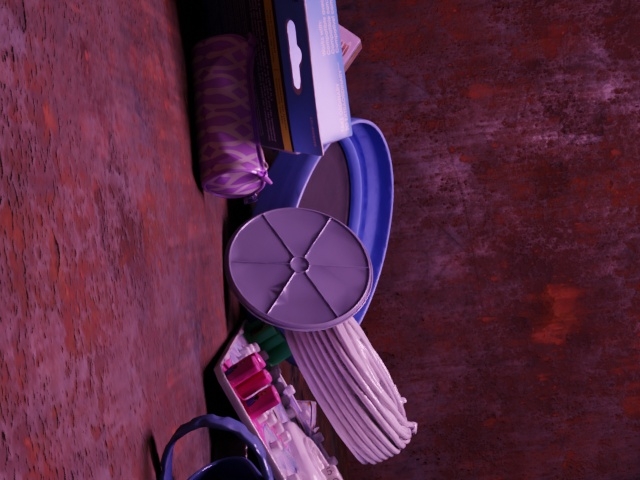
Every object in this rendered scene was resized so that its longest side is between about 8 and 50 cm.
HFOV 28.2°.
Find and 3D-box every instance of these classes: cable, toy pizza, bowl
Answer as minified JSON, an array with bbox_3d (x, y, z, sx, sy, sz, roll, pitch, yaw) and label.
[{"bbox_3d":[0.037,0.189,1.778,0.257,0.089,0.257,60,5,5],"label":"cable"},{"bbox_3d":[-0.030,0.040,1.706,0.032,0.201,0.201,106,-16,-53],"label":"toy pizza"},{"bbox_3d":[0.000,0.000,1.955,0.391,0.077,0.391,-43,139,-52],"label":"bowl"}]

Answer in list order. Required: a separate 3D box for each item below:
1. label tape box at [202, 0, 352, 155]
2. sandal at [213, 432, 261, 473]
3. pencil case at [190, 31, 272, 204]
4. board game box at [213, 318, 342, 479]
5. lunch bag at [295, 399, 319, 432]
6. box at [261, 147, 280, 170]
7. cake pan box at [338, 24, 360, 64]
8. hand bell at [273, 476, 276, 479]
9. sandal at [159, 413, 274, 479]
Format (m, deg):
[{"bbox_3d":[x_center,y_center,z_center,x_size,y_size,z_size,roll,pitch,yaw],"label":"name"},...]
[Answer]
[{"bbox_3d":[-0.041,-0.251,1.668,0.348,0.115,0.249,17,-62,63],"label":"label tape box"},{"bbox_3d":[-0.041,0.431,1.413,0.167,0.107,0.445,48,34,-85],"label":"sandal"},{"bbox_3d":[-0.112,-0.153,1.575,0.086,0.088,0.206,25,52,-59],"label":"pencil case"},{"bbox_3d":[0.002,0.285,1.609,0.390,0.050,0.390,60,4,-3],"label":"board game box"},{"bbox_3d":[-0.031,0.329,2.288,0.071,0.053,0.083,58,35,-79],"label":"lunch bag"},{"bbox_3d":[-0.067,-0.258,2.089,0.300,0.142,0.154,-92,175,-51],"label":"box"},{"bbox_3d":[-0.021,-0.287,2.435,0.267,0.070,0.246,-54,179,4],"label":"cake pan box"},{"bbox_3d":[-0.035,0.379,1.869,0.242,0.126,0.126,-120,-160,-69],"label":"hand bell"},{"bbox_3d":[-0.074,0.258,1.162,0.317,0.126,0.138,80,0,-59],"label":"sandal"}]
